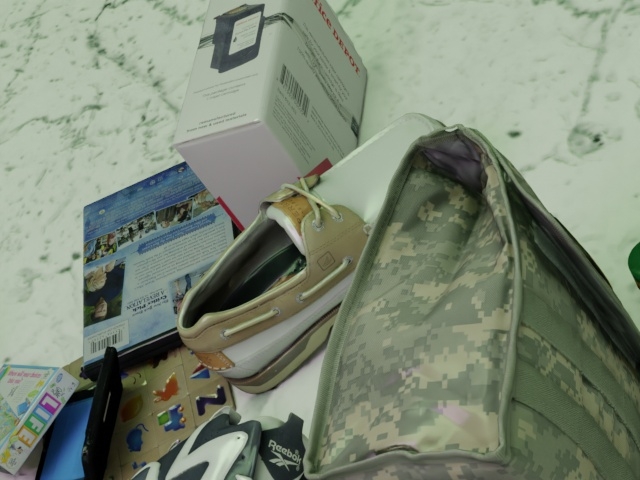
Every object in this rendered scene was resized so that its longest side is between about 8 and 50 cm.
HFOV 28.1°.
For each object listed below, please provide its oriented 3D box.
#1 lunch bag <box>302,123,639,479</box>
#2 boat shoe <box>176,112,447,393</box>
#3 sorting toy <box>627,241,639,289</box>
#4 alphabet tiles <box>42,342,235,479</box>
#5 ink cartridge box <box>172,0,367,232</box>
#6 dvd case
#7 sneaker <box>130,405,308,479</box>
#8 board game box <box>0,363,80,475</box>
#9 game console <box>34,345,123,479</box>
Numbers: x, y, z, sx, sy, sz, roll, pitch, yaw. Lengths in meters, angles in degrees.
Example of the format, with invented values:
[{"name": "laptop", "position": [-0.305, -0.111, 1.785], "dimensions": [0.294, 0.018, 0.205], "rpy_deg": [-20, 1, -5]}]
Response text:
[{"name": "lunch bag", "position": [0.132, 0.084, 0.891], "dimensions": [0.169, 0.235, 0.287], "rpy_deg": [-14, 46, 31]}, {"name": "boat shoe", "position": [0.000, 0.000, 1.119], "dimensions": [0.302, 0.103, 0.113], "rpy_deg": [-50, 44, 0]}, {"name": "sorting toy", "position": [0.371, 0.023, 0.931], "dimensions": [0.274, 0.046, 0.132], "rpy_deg": [21, 65, 44]}, {"name": "alphabet tiles", "position": [-0.171, 0.171, 1.184], "dimensions": [0.198, 0.009, 0.237], "rpy_deg": [-28, 42, 8]}, {"name": "ink cartridge box", "position": [-0.042, -0.135, 1.254], "dimensions": [0.100, 0.172, 0.237], "rpy_deg": [-13, 46, 24]}, {"name": "dvd case", "position": [-0.159, 0.016, 1.297], "dimensions": [0.180, 0.022, 0.253], "rpy_deg": [-23, 40, 10]}, {"name": "sneaker", "position": [-0.049, 0.212, 1.001], "dimensions": [0.153, 0.094, 0.235], "rpy_deg": [-50, 35, -6]}, {"name": "board game box", "position": [-0.296, 0.167, 1.217], "dimensions": [0.154, 0.026, 0.103], "rpy_deg": [-6, 46, 57]}, {"name": "game console", "position": [-0.226, 0.170, 1.164], "dimensions": [0.071, 0.107, 0.122], "rpy_deg": [5, 50, 1]}]
